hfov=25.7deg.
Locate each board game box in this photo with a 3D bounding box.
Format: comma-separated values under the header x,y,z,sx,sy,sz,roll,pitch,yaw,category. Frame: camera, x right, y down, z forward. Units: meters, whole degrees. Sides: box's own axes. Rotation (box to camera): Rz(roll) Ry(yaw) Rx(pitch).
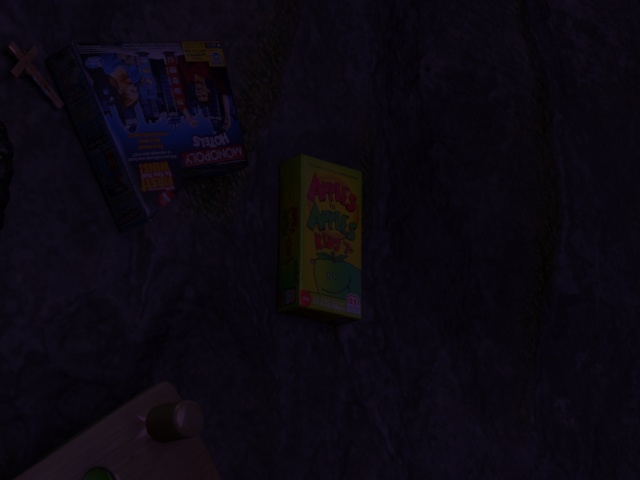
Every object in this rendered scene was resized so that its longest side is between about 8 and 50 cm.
x,y,z,sx,sy,sz,roll,pitch,yaw,category
-0.177,-0.112,1.495,0.194,0.060,0.194,-7,82,-41,board game box
0.000,0.000,1.618,0.092,0.043,0.181,14,68,-36,board game box

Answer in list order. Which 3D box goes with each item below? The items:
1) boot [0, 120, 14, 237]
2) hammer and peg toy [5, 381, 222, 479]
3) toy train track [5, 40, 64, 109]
x,y,z,sx,sy,sz,roll,pitch,yaw,category
-0.331,0.060,1.177,0.131,0.260,0.348,-18,88,-42,boot
-0.212,0.326,1.287,0.361,0.127,0.266,-34,101,-41,hammer and peg toy
-0.296,-0.168,1.445,0.083,0.014,0.048,52,43,-22,toy train track
